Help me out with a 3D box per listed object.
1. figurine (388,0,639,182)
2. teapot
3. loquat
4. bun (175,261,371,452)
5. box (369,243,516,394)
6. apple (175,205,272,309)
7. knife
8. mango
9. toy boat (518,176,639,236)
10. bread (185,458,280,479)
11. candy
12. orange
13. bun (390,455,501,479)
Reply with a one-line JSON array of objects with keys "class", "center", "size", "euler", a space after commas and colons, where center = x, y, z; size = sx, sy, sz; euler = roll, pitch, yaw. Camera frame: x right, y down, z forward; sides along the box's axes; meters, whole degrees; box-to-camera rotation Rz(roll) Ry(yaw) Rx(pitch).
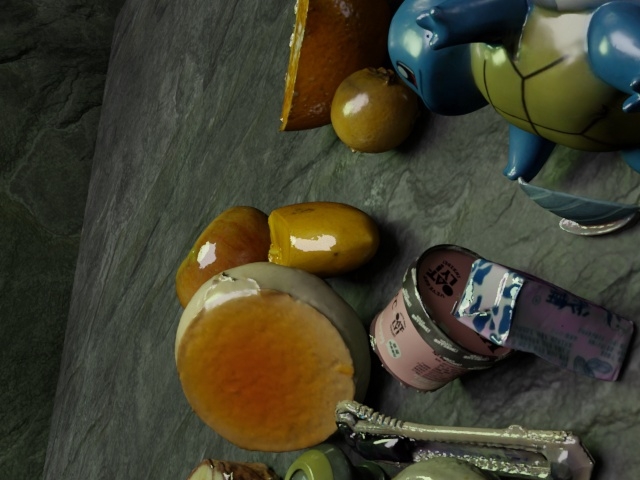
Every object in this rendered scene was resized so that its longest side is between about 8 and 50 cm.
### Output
[{"class": "figurine", "center": [0.245, -0.173, 0.618], "size": [0.416, 0.298, 0.243], "euler": [-2, 74, 35]}, {"class": "teapot", "center": [0.011, 0.355, 0.887], "size": [0.166, 0.119, 0.130], "euler": [-57, 33, 27]}, {"class": "loquat", "center": [0.083, -0.199, 1.016], "size": [0.141, 0.141, 0.141], "euler": [-31, 51, 48]}, {"class": "bun", "center": [-0.067, 0.161, 0.991], "size": [0.299, 0.299, 0.165], "euler": [-59, 1, 22]}, {"class": "box", "center": [0.143, 0.101, 0.784], "size": [0.135, 0.151, 0.151], "euler": [-52, 36, 46]}, {"class": "apple", "center": [-0.157, 0.055, 1.224], "size": [0.210, 0.173, 0.235], "euler": [-47, -6, -48]}, {"class": "knife", "center": [0.141, 0.238, 0.764], "size": [0.365, 0.043, 0.089], "euler": [-10, 111, 49]}, {"class": "mango", "center": [0.000, 0.000, 1.041], "size": [0.252, 0.154, 0.126], "euler": [-2, 94, 56]}, {"class": "toy boat", "center": [0.261, -0.036, 0.675], "size": [0.096, 0.122, 0.034], "euler": [-13, 63, 54]}, {"class": "bread", "center": [-0.156, 0.465, 1.097], "size": [0.244, 0.123, 0.190], "euler": [-55, 38, 28]}, {"class": "candy", "center": [0.221, 0.077, 0.652], "size": [0.092, 0.160, 0.073], "euler": [27, 96, 65]}, {"class": "orange", "center": [-0.003, -0.360, 1.124], "size": [0.274, 0.274, 0.310], "euler": [14, 131, 59]}, {"class": "bun", "center": [0.145, 0.342, 0.668], "size": [0.239, 0.141, 0.239], "euler": [-19, 65, 49]}]
